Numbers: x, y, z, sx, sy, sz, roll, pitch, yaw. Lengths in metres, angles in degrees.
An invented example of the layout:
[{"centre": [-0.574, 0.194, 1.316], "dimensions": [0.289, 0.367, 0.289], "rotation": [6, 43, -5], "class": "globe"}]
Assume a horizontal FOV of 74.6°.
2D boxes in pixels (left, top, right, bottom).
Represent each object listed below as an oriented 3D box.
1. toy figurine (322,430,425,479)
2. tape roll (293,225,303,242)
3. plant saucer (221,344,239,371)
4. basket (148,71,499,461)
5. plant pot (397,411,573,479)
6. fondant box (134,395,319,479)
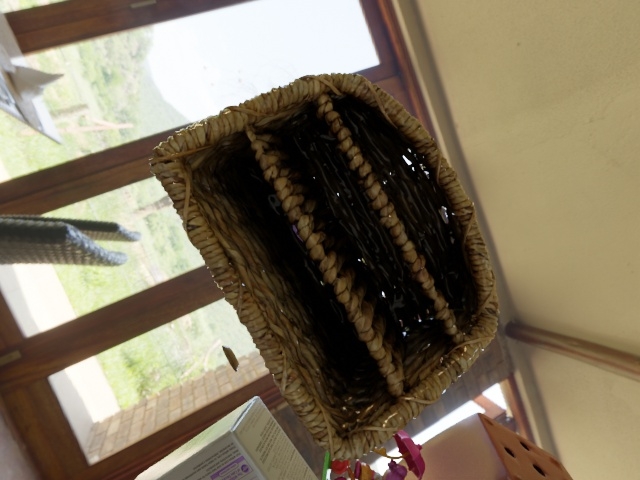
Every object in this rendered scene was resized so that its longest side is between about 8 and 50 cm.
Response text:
[{"centre": [0.088, 0.367, 0.683], "dimensions": [0.130, 0.159, 0.173], "rotation": [80, 21, -66], "class": "toy figurine"}, {"centre": [0.000, 0.000, 0.896], "dimensions": [0.080, 0.188, 0.189], "rotation": [64, -17, 17], "class": "tape roll"}, {"centre": [-0.242, 0.318, 1.143], "dimensions": [0.083, 0.015, 0.083], "rotation": [42, -33, 35], "class": "plant saucer"}, {"centre": [0.040, -0.003, 0.398], "dimensions": [0.299, 0.213, 0.223], "rotation": [61, 11, -3], "class": "basket"}, {"centre": [0.284, 0.455, 0.679], "dimensions": [0.267, 0.236, 0.267], "rotation": [31, 12, -2], "class": "plant pot"}, {"centre": [-0.089, 0.412, 0.543], "dimensions": [0.330, 0.238, 0.096], "rotation": [54, 12, 2], "class": "fondant box"}]
